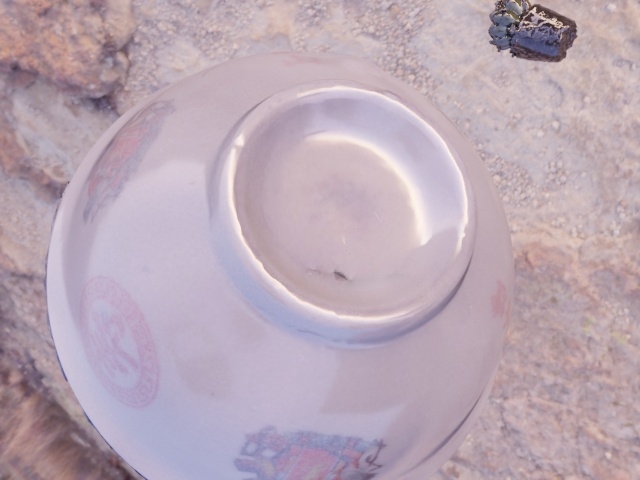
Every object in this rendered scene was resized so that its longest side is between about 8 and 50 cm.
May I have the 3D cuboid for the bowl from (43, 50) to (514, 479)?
[{"bbox_3d":[0.000,0.000,0.417,0.345,0.345,0.157,42,156,1],"label":"bowl"}]

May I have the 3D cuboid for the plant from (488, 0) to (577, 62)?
[{"bbox_3d":[0.339,-0.342,1.082,0.143,0.094,0.092,30,97,26],"label":"plant"}]
